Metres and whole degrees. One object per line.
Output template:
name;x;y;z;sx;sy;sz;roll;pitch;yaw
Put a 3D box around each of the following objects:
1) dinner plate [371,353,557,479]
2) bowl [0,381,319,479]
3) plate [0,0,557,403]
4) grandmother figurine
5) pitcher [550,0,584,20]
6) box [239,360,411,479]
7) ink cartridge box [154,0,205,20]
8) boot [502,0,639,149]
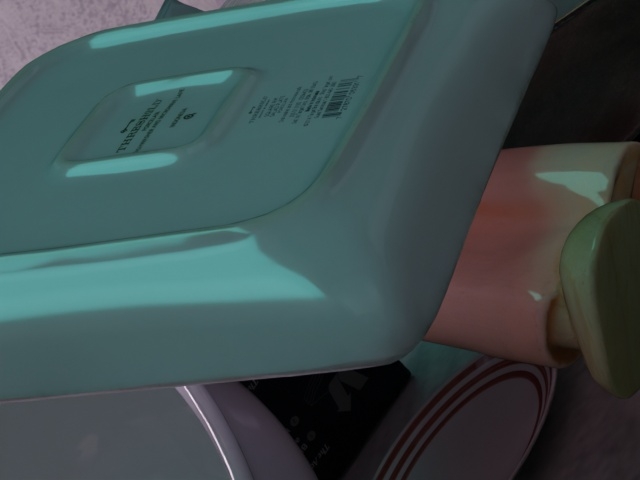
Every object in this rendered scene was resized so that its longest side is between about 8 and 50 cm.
dinner plate;0.065;0.104;0.837;0.141;0.017;0.141;-48;14;16
bowl;-0.084;0.169;0.777;0.298;0.134;0.298;-4;84;40
plate;-0.061;-0.034;0.742;0.278;0.045;0.277;-6;30;23
grandmother figurine;0.000;0.000;0.790;0.342;0.208;0.104;6;91;34
pitcher;0.078;-0.096;1.106;0.207;0.125;0.178;-55;17;31
box;-0.062;0.082;0.963;0.093;0.158;0.156;19;69;53
ink cartridge box;-0.111;0.009;1.226;0.272;0.130;0.309;-78;12;-61
boot;0.102;-0.039;0.922;0.248;0.090;0.207;-43;14;17
